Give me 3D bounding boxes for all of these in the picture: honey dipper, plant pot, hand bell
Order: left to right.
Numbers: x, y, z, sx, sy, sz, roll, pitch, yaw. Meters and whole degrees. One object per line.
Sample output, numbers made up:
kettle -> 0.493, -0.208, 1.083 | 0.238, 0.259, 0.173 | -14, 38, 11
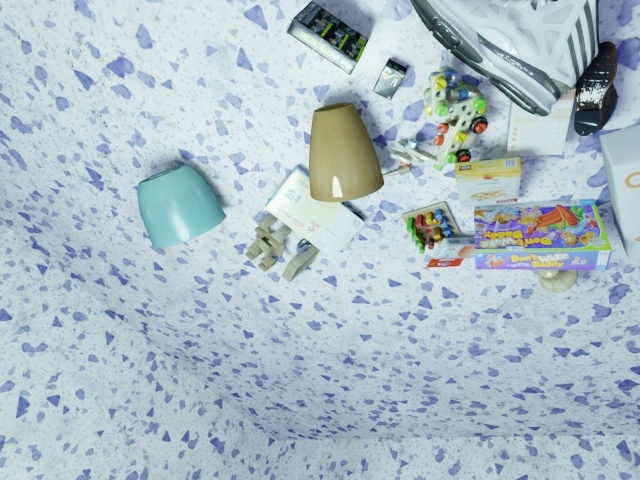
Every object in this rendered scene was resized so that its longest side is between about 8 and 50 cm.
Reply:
plant pot -> -0.534, -0.141, 1.545 | 0.293, 0.293, 0.235 | -10, 113, 27
plant pot -> 0.059, -0.276, 1.264 | 0.237, 0.237, 0.254 | -2, 117, 21
honey dipper -> 0.223, -0.216, 1.381 | 0.160, 0.030, 0.030 | -16, 125, 33
hand bell -> 0.725, 0.076, 1.360 | 0.242, 0.126, 0.126 | 26, 139, -35

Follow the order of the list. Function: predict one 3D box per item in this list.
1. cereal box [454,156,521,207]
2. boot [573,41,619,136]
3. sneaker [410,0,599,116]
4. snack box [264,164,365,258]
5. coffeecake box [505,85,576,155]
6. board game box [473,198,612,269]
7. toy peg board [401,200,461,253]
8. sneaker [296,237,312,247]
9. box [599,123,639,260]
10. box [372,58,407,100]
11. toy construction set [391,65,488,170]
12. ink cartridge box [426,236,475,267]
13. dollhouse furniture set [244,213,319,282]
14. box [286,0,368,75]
cereal box -> 0.498, -0.166, 1.242 | 0.173, 0.047, 0.240 | -3, 161, 22
boot -> 0.698, -0.375, 1.048 | 0.082, 0.106, 0.219 | 22, 116, 42
sneaker -> 0.439, -0.524, 0.965 | 0.447, 0.169, 0.257 | 38, 110, -4
snack box -> -0.018, -0.098, 1.506 | 0.322, 0.060, 0.187 | 37, 107, -16
coffeecake box -> 0.586, -0.326, 1.123 | 0.142, 0.068, 0.185 | 2, 133, 18
board game box -> 0.654, -0.018, 1.274 | 0.347, 0.233, 0.078 | -2, 131, 20
toy peg board -> 0.387, -0.034, 1.461 | 0.160, 0.079, 0.161 | -16, 125, 31
sneaker -> 0.000, 0.000, 1.606 | 0.170, 0.051, 0.089 | -37, 99, -1
box -> 0.913, -0.136, 1.120 | 0.215, 0.168, 0.345 | -14, 126, 30
box -> 0.192, -0.445, 1.158 | 0.062, 0.052, 0.083 | 27, 136, -5
toy construction set -> 0.335, -0.312, 1.165 | 0.215, 0.151, 0.328 | 2, 146, -17
ink cartridge box -> 0.478, 0.058, 1.496 | 0.145, 0.045, 0.179 | -1, 140, -13
dollhouse furniture set -> -0.152, 0.026, 1.695 | 0.242, 0.161, 0.212 | 40, 136, 11
box -> 0.025, -0.515, 1.053 | 0.184, 0.191, 0.045 | 31, 132, -12
